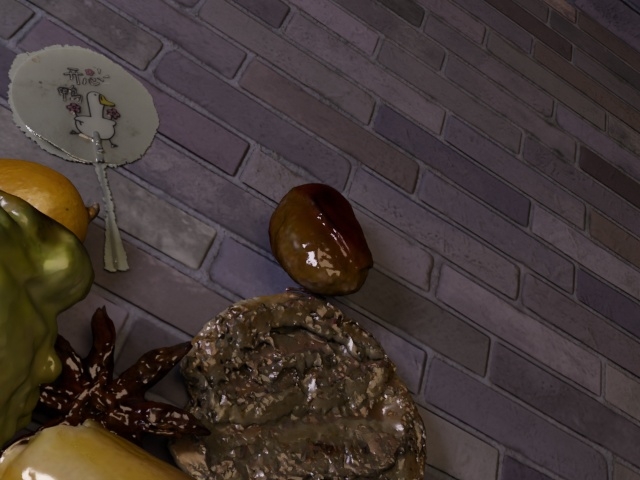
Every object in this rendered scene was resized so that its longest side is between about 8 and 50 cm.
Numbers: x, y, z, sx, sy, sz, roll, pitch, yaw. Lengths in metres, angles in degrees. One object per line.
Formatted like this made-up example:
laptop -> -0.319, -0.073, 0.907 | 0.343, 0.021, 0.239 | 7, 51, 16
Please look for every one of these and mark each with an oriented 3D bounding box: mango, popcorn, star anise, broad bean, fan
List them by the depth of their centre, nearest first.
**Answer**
popcorn -> -0.395, 0.071, 0.711 | 0.312, 0.312, 0.312 | 17, 53, -23
star anise -> -0.268, 0.196, 0.870 | 0.288, 0.088, 0.288 | 10, 54, -14
mango -> -0.423, -0.007, 0.894 | 0.316, 0.119, 0.177 | -23, 85, -30
fan -> -0.335, -0.139, 1.108 | 0.233, 0.012, 0.415 | -4, 62, -34
broad bean -> 0.000, 0.003, 1.142 | 0.156, 0.122, 0.228 | 22, 35, -31

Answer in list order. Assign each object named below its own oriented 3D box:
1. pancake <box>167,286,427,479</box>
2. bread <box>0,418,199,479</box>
pancake -> -0.030, 0.241, 1.014 | 0.382, 0.071, 0.382 | 14, 56, -21
bread -> -0.157, 0.400, 0.645 | 0.394, 0.250, 0.361 | 24, 68, 13
